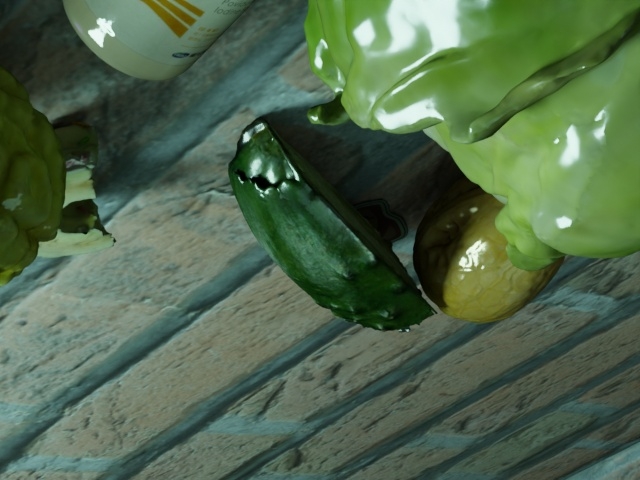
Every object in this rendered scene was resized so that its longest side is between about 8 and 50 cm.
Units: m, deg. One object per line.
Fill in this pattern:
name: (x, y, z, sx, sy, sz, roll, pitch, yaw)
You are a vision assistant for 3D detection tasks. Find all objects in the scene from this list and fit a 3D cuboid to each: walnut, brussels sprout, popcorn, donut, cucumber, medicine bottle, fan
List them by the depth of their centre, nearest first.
brussels sprout: (0.222, -0.182, 0.786, 0.425, 0.343, 0.361, -14, 167, -42)
medicine bottle: (-0.065, -0.220, 0.825, 0.114, 0.114, 0.252, 10, 141, -43)
popcorn: (-0.319, -0.046, 0.925, 0.236, 0.206, 0.251, -22, -171, -25)
donut: (-0.245, -0.040, 1.110, 0.108, 0.065, 0.166, -13, 154, -10)
cucumber: (0.000, 0.003, 1.261, 0.105, 0.145, 0.325, -36, 145, 5)
walnut: (0.188, -0.001, 1.350, 0.159, 0.159, 0.207, 2, 147, -34)
fan: (0.014, -0.015, 1.378, 0.132, 0.009, 0.220, -31, 150, 15)
